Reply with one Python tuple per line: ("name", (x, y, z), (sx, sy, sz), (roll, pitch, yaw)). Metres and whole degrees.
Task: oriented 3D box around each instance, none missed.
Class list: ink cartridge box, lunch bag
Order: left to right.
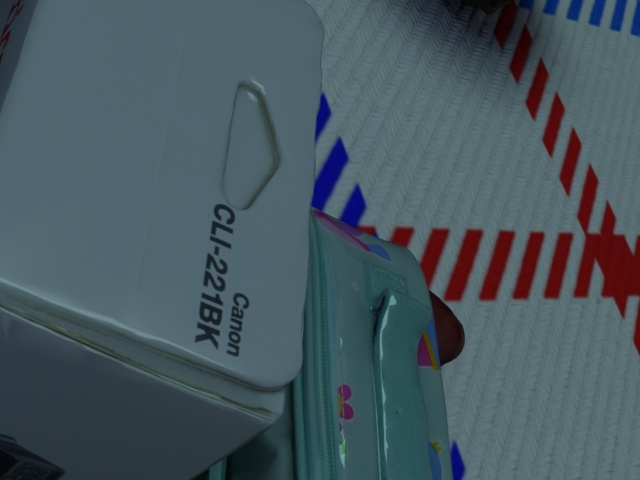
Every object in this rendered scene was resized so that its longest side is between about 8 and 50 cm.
("ink cartridge box", (-0.125, 0.022, 0.462), (0.114, 0.273, 0.197), (27, 45, -26))
("lunch bag", (-0.039, 0.122, 0.505), (0.108, 0.224, 0.279), (21, 49, -34))

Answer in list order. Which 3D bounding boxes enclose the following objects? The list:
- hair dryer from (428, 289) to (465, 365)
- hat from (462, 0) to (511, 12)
("hair dryer", (0.000, 0.000, 0.725), (0.293, 0.080, 0.223), (42, 24, -27))
("hat", (0.155, -0.302, 1.072), (0.331, 0.134, 0.331), (31, 26, -17))
